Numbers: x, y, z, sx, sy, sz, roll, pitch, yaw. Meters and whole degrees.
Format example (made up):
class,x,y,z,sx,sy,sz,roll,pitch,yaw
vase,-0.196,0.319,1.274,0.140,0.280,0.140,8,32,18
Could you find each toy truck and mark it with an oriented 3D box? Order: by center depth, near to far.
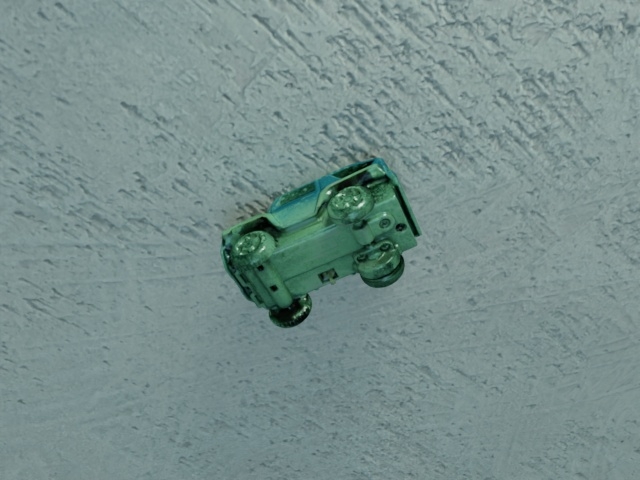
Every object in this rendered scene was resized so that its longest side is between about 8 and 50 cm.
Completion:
class,x,y,z,sx,sy,sz,roll,pitch,yaw
toy truck,0.000,0.000,0.945,0.279,0.156,0.155,-24,126,9
